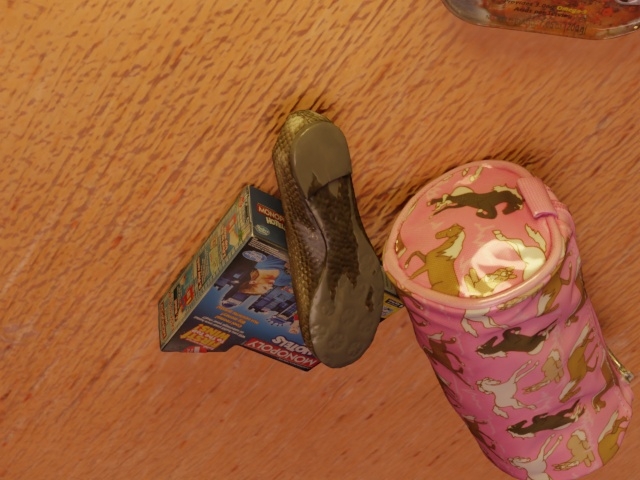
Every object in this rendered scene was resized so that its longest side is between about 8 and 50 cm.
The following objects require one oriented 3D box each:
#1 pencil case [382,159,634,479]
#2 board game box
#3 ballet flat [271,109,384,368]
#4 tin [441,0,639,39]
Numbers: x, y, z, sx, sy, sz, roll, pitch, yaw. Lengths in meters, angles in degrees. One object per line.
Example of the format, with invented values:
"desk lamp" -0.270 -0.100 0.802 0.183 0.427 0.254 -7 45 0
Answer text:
"pencil case" 0.188 0.089 1.305 0.160 0.167 0.386 24 159 35
"board game box" -0.055 0.053 1.293 0.194 0.060 0.194 25 133 -36
"ballet flat" 0.000 0.000 1.177 0.084 0.058 0.249 -28 125 -24
"tin" 0.176 -0.202 1.014 0.190 0.040 0.106 5 146 -16
